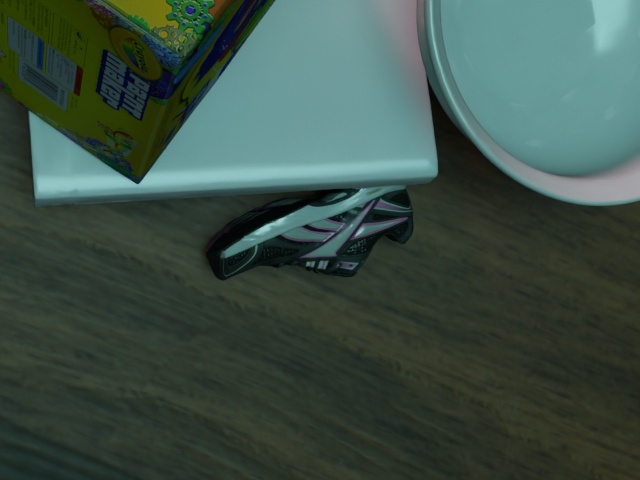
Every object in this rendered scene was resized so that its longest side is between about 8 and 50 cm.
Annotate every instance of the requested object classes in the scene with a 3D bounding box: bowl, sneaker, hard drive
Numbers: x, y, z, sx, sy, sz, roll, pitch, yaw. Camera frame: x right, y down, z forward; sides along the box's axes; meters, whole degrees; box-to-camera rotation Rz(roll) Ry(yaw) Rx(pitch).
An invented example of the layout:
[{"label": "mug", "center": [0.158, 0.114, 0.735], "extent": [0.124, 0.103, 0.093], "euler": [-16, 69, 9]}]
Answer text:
[{"label": "bowl", "center": [0.191, -0.176, 1.141], "extent": [0.298, 0.134, 0.298], "euler": [-2, 94, -22]}, {"label": "sneaker", "center": [0.000, 0.000, 1.156], "extent": [0.178, 0.072, 0.077], "euler": [-22, 102, -10]}, {"label": "hard drive", "center": [-0.072, -0.136, 1.111], "extent": [0.307, 0.040, 0.203], "euler": [-4, 79, -14]}]

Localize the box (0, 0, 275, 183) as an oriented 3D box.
[{"label": "box", "center": [-0.100, -0.227, 0.953], "extent": [0.177, 0.290, 0.279], "euler": [35, 74, -3]}]
